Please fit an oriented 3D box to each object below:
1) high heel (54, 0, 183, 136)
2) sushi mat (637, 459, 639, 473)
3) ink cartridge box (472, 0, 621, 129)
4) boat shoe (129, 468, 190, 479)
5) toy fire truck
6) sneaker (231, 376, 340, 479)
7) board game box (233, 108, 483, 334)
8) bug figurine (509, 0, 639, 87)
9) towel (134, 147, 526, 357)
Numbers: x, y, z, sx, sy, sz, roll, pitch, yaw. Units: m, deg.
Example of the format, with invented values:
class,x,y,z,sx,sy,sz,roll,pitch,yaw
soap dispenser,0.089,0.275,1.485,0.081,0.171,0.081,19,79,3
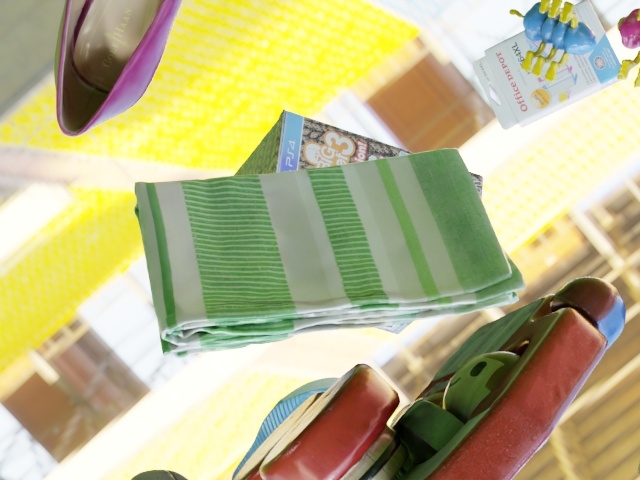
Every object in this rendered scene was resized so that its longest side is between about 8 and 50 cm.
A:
class,x,y,z,sx,sy,sz,roll,pitch,yaw
high heel,-0.158,-0.264,1.426,0.377,0.127,0.181,104,4,-45
sushi mat,0.417,0.116,1.717,0.151,0.019,0.316,18,-83,59
ink cartridge box,0.246,-0.186,1.767,0.143,0.092,0.090,-27,177,7
boat shoe,-0.156,0.389,1.693,0.116,0.123,0.324,-59,-145,39
toy fire truck,0.091,0.127,1.099,0.254,0.169,0.302,-47,180,-18
sneaker,-0.015,0.194,1.674,0.092,0.087,0.229,-50,-179,-42
board game box,0.031,-0.017,2.130,0.232,0.291,0.141,133,-31,-54
bug figurine,0.304,-0.277,1.619,0.072,0.216,0.279,-17,132,-47
towel,0.000,0.000,1.491,0.325,0.038,0.248,-8,-143,-9
